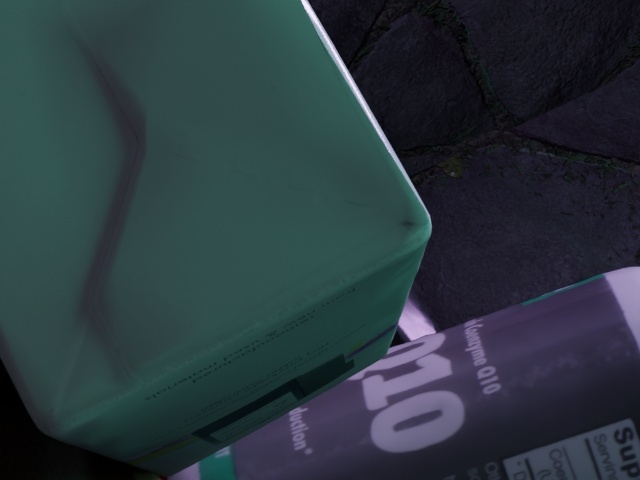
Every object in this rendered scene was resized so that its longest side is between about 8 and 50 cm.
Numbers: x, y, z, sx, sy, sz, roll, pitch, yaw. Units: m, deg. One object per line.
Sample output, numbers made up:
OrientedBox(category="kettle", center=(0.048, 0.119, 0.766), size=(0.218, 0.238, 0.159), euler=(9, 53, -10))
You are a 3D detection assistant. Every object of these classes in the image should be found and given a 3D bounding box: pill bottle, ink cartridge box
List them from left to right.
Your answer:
OrientedBox(category="ink cartridge box", center=(-0.066, -0.030, 0.569), size=(0.207, 0.119, 0.353), euler=(61, -5, 9))
OrientedBox(category="pill bottle", center=(0.120, 0.135, 0.808), size=(0.204, 0.361, 0.204), euler=(-19, 90, -84))

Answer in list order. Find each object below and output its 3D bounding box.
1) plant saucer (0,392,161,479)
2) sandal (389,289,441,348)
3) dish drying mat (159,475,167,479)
OrientedBox(category="plant saucer", center=(-0.075, 0.146, 0.624), size=(0.198, 0.036, 0.198), euler=(-26, 90, -87))
OrientedBox(category="sandal", center=(0.000, 0.003, 1.298), size=(0.107, 0.167, 0.446), euler=(-13, 65, -42))
OrientedBox(category="dish drying mat", center=(-0.074, 0.148, 0.831), size=(0.032, 0.008, 0.083), euler=(-71, 137, -82))
